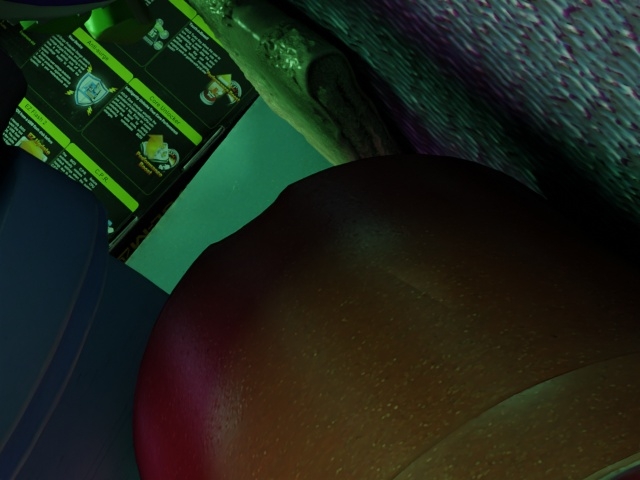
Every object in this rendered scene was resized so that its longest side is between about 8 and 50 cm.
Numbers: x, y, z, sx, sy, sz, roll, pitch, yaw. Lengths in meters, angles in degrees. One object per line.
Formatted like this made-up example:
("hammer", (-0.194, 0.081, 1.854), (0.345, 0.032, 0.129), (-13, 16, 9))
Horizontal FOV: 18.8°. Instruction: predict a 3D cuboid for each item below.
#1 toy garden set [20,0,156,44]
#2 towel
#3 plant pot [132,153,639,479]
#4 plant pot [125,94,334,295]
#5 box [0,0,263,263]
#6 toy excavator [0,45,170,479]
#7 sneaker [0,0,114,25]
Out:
("toy garden set", (-0.172, -0.193, 0.875), (0.203, 0.049, 0.244), (59, -161, 10))
("towel", (-0.006, -0.072, 0.906), (0.110, 0.027, 0.148), (41, 176, 33))
("plant pot", (0.066, 0.112, 0.670), (0.272, 0.272, 0.265), (47, -178, -34))
("plant pot", (0.030, 0.066, 1.053), (0.234, 0.165, 0.165), (35, 172, 20))
("box", (-0.146, -0.077, 1.075), (0.191, 0.184, 0.045), (41, 173, 20))
("toy excavator", (-0.138, 0.104, 0.889), (0.445, 0.222, 0.433), (34, 164, -20))
("sneaker", (-0.131, -0.167, 0.679), (0.146, 0.102, 0.293), (-15, 154, 38))
